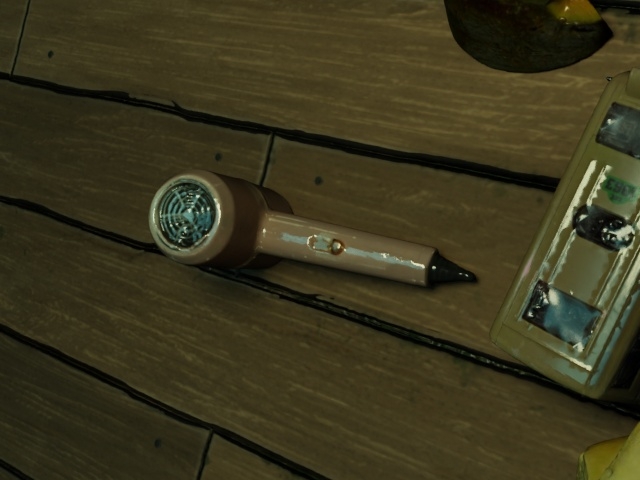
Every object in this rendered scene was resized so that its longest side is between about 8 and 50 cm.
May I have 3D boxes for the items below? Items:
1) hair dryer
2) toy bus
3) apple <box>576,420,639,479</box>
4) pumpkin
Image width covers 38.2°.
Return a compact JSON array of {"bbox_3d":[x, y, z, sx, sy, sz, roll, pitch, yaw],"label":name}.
[{"bbox_3d":[0.000,0.000,1.008,0.344,0.189,0.106,11,89,21],"label":"hair dryer"},{"bbox_3d":[0.271,-0.008,0.812,0.139,0.157,0.289,31,101,33],"label":"toy bus"},{"bbox_3d":[0.297,0.296,0.698,0.314,0.252,0.309,-42,19,33],"label":"apple"},{"bbox_3d":[0.164,-0.279,0.945,0.149,0.130,0.254,-37,66,25],"label":"pumpkin"}]
